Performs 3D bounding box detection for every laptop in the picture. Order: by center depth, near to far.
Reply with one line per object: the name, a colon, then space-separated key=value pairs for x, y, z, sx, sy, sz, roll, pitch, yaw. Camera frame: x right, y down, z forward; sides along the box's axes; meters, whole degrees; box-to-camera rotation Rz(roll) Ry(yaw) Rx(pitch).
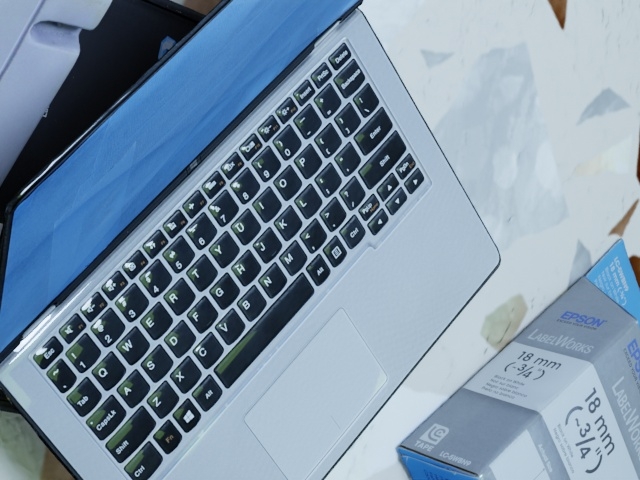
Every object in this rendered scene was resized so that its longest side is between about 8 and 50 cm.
laptop: x=0.000 y=0.000 z=0.893 sx=0.382 sy=0.236 sz=0.408 roll=-47 pitch=121 yaw=-25

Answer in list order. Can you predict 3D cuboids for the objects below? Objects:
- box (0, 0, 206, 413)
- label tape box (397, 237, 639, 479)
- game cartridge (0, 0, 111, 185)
box: x=-0.126 y=-0.015 z=0.988 sx=0.293 sy=0.073 sz=0.296 roll=19 pitch=83 yaw=-39
label tape box: x=0.251 y=0.189 z=1.293 sx=0.333 sy=0.106 sz=0.241 roll=-39 pitch=119 yaw=-28
game cartridge: x=-0.287 y=-0.035 z=0.729 sx=0.230 sy=0.068 sz=0.355 roll=13 pitch=130 yaw=-36
